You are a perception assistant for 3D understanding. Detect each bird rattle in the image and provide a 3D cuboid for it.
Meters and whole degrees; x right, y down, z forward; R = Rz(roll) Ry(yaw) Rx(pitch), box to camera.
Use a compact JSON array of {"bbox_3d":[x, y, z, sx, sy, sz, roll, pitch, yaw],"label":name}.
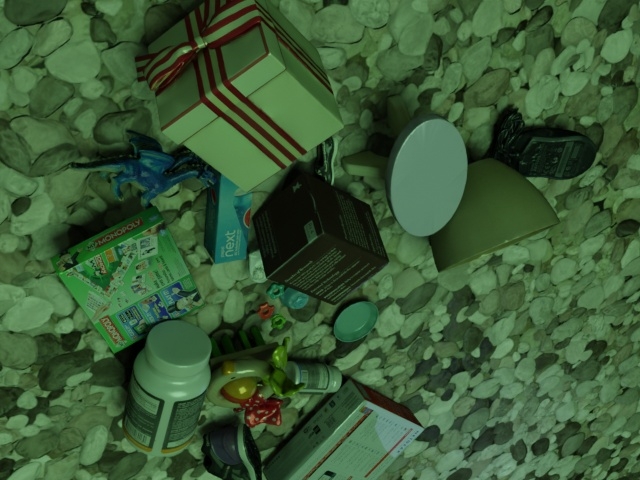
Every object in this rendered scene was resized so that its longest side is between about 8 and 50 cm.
[{"bbox_3d":[-0.154,0.311,2.007,0.207,0.143,0.253,9,146,-28],"label":"bird rattle"}]

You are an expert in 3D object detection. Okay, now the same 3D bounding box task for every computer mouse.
[{"bbox_3d":[0.506,-0.214,2.122,0.272,0.072,0.188,5,123,-19],"label":"computer mouse"}]

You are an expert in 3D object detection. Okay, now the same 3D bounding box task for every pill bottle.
[{"bbox_3d":[-0.318,0.309,1.923,0.162,0.162,0.278,-4,132,-29],"label":"pill bottle"},{"bbox_3d":[-0.022,0.328,2.192,0.137,0.078,0.078,9,117,-35],"label":"pill bottle"}]

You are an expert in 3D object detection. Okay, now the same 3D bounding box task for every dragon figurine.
[{"bbox_3d":[-0.322,-0.142,1.661,0.289,0.085,0.144,26,105,-45],"label":"dragon figurine"}]

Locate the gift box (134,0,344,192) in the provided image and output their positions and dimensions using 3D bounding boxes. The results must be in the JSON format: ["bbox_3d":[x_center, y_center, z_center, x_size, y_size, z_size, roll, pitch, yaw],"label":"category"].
[{"bbox_3d":[-0.150,-0.278,1.563,0.255,0.276,0.258,-36,138,15],"label":"gift box"}]

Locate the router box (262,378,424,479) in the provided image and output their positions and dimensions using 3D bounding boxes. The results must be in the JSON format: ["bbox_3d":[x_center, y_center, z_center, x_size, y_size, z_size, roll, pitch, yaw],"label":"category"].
[{"bbox_3d":[0.064,0.542,2.385,0.335,0.082,0.301,-47,137,7],"label":"router box"}]

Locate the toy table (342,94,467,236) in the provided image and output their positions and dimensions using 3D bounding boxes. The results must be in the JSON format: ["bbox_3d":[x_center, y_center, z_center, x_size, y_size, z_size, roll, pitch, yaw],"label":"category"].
[{"bbox_3d":[0.190,-0.161,1.896,0.252,0.161,0.274,-8,125,-23],"label":"toy table"}]

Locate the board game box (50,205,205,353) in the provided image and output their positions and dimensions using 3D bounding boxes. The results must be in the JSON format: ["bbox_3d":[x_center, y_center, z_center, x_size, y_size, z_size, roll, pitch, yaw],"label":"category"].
[{"bbox_3d":[-0.362,0.083,1.780,0.214,0.046,0.317,-27,147,-10],"label":"board game box"}]

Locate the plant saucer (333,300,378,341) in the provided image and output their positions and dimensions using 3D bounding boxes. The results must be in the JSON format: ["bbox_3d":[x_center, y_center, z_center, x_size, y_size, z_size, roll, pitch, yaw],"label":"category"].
[{"bbox_3d":[0.081,0.188,2.189,0.119,0.021,0.119,-16,130,-20],"label":"plant saucer"}]

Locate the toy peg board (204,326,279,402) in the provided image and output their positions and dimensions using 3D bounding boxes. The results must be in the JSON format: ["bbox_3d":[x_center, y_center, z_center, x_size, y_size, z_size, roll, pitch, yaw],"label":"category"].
[{"bbox_3d":[-0.190,0.271,2.067,0.161,0.079,0.160,-12,143,-23],"label":"toy peg board"}]

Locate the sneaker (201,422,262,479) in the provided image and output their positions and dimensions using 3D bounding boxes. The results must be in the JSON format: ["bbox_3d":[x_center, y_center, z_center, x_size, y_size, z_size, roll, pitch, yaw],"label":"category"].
[{"bbox_3d":[-0.217,0.540,2.240,0.124,0.107,0.283,-7,134,4],"label":"sneaker"}]

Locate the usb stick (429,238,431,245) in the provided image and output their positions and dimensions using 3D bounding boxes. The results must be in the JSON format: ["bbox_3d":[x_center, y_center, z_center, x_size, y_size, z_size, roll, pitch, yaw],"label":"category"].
[{"bbox_3d":[0.387,-0.021,2.203,0.278,0.045,0.077,-7,133,-27],"label":"usb stick"}]

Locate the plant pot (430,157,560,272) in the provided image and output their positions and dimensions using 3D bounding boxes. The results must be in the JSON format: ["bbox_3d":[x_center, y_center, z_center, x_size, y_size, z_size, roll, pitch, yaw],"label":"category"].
[{"bbox_3d":[0.354,-0.069,2.014,0.284,0.190,0.284,-22,174,-2],"label":"plant pot"}]

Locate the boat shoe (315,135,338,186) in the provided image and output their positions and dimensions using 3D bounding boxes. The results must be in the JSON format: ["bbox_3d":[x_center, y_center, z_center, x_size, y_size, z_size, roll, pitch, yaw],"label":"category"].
[{"bbox_3d":[0.007,-0.155,1.876,0.038,0.046,0.125,-7,123,-26],"label":"boat shoe"}]

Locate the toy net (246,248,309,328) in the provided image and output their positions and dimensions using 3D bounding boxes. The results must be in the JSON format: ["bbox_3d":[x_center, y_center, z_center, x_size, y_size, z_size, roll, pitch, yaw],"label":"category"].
[{"bbox_3d":[-0.110,0.093,1.994,0.122,0.045,0.232,-36,132,0],"label":"toy net"}]

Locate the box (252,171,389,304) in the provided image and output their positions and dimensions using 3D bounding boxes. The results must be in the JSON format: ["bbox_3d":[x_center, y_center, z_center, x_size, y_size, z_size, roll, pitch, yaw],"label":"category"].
[{"bbox_3d":[0.000,0.000,1.876,0.203,0.168,0.167,24,128,-40],"label":"box"}]

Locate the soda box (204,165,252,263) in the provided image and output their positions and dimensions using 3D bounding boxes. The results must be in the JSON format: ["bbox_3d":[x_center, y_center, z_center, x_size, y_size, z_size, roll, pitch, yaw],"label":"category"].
[{"bbox_3d":[-0.182,-0.060,1.819,0.071,0.067,0.210,-9,127,-25],"label":"soda box"}]
